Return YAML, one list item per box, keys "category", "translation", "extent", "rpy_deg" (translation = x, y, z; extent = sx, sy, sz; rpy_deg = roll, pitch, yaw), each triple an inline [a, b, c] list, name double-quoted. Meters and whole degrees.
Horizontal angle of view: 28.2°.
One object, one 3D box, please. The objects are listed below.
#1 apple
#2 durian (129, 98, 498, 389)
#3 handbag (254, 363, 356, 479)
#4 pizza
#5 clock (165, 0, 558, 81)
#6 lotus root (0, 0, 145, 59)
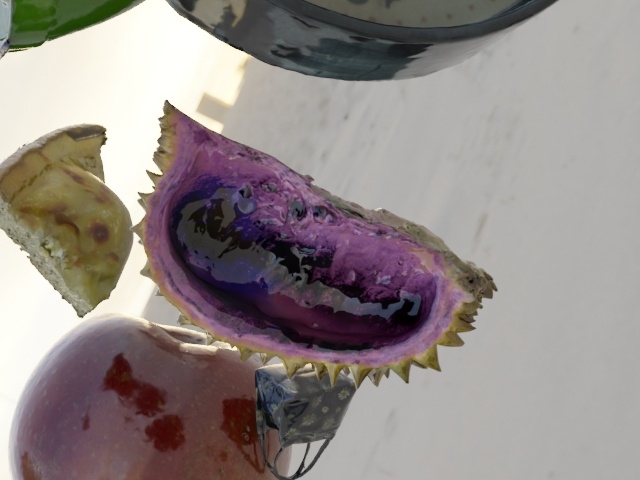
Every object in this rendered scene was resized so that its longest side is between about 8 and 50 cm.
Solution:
- category: "apple"
  translation: [-0.204, 0.242, 1.565]
  extent: [0.348, 0.348, 0.277]
  rpy_deg: [122, 167, -86]
- category: "durian"
  translation: [-0.004, 0.009, 0.949]
  extent: [0.154, 0.260, 0.186]
  rpy_deg: [-60, -6, 23]
- category: "handbag"
  translation: [-0.022, 0.215, 1.465]
  extent: [0.115, 0.072, 0.139]
  rpy_deg: [-5, -71, -44]
- category: "pizza"
  translation: [-0.249, -0.041, 1.369]
  extent: [0.080, 0.188, 0.204]
  rpy_deg: [-17, 26, 31]
- category: "clock"
  translation: [0.022, -0.285, 0.725]
  extent: [0.076, 0.386, 0.386]
  rpy_deg: [-14, 47, 63]
- category: "lotus root"
  translation: [-0.137, -0.207, 0.782]
  extent: [0.186, 0.186, 0.186]
  rpy_deg: [-154, 90, -90]
